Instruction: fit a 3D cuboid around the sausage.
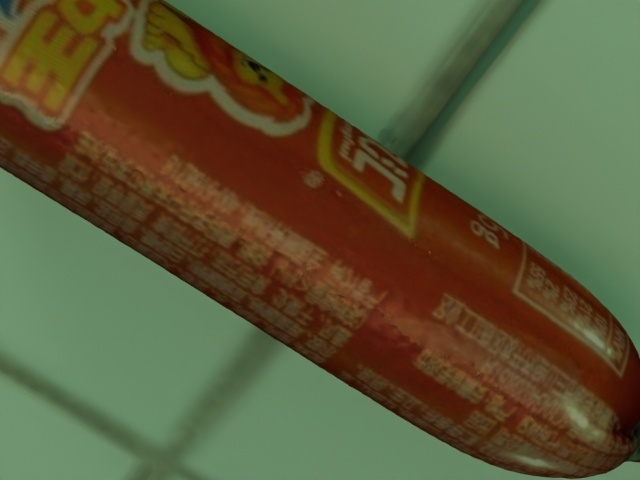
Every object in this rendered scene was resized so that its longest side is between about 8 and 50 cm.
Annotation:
[{"bbox_3d":[0.000,0.000,0.561,0.274,0.074,0.074,34,128,-10],"label":"sausage"}]
